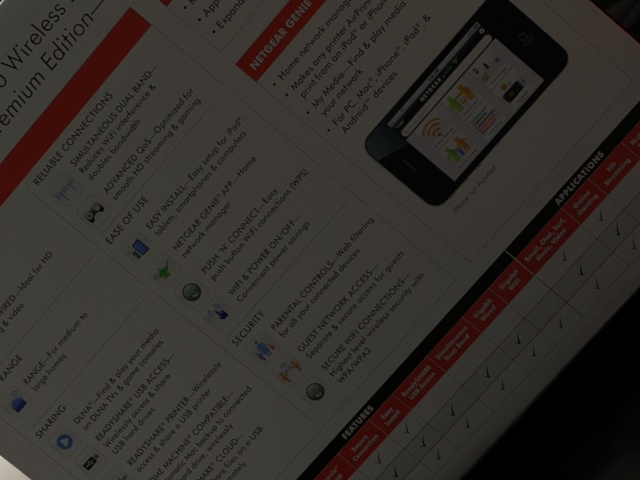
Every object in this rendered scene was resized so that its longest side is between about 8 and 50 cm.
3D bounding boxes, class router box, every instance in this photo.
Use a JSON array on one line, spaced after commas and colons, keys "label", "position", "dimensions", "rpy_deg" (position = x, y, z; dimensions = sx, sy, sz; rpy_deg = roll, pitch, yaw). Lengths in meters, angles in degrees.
[{"label": "router box", "position": [-0.023, -0.020, 0.844], "dimensions": [0.335, 0.301, 0.082], "rpy_deg": [-48, 9, 11]}]

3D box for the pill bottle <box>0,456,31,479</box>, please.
[{"label": "pill bottle", "position": [-0.162, 0.156, 1.202], "dimensions": [0.188, 0.188, 0.334], "rpy_deg": [-43, 10, 41]}]
